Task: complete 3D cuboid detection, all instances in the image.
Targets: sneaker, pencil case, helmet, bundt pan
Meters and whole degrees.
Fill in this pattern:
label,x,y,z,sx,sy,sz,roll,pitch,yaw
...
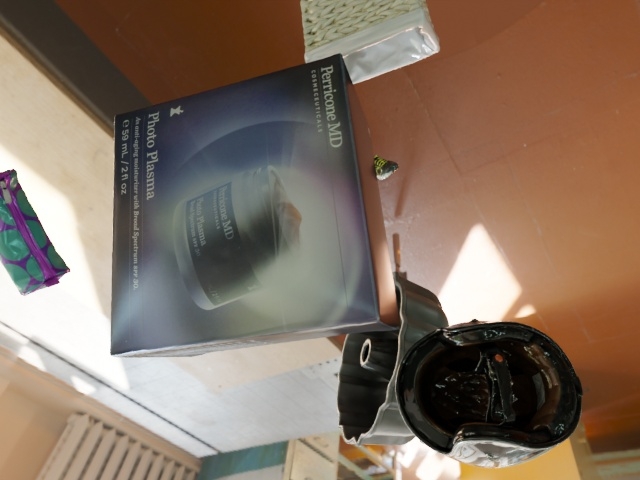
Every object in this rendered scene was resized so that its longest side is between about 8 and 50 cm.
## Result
label,x,y,z,sx,sy,sz,roll,pitch,yaw
sneaker,0.091,-0.117,0.708,0.035,0.031,0.083,55,163,-18
pencil case,-0.377,-0.009,0.559,0.070,0.064,0.151,-10,108,42
helmet,0.177,0.169,0.502,0.169,0.169,0.161,20,151,-9
bundt pan,0.141,0.226,0.853,0.124,0.330,0.330,16,133,-8

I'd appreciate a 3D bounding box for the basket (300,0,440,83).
label,x,y,z,sx,sy,sz,roll,pitch,yaw
basket,0.065,-0.294,0.617,0.167,0.113,0.103,-13,88,25

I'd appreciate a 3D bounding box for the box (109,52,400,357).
label,x,y,z,sx,sy,sz,roll,pitch,yaw
box,-0.077,-0.023,0.550,0.294,0.296,0.183,-10,164,12
